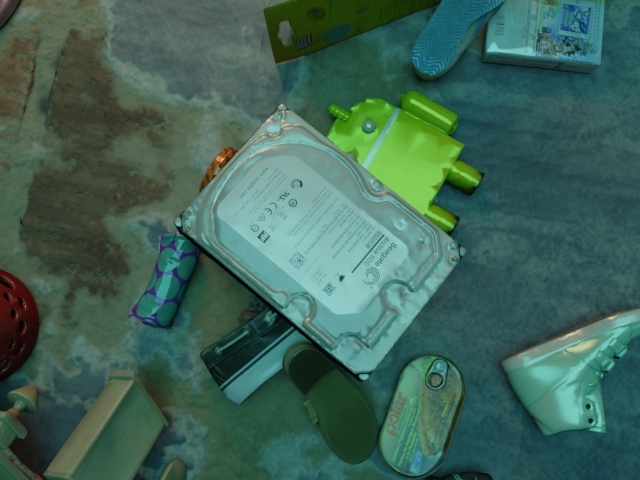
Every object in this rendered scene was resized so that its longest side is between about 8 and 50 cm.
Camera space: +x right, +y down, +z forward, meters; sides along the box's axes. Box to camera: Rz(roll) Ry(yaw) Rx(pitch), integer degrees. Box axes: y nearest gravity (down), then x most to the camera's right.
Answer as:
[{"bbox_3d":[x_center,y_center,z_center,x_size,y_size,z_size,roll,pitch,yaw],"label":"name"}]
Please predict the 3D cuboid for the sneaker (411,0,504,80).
[{"bbox_3d":[0.224,-0.358,1.066,0.087,0.092,0.228,41,96,2],"label":"sneaker"}]

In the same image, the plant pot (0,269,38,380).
[{"bbox_3d":[-0.546,0.128,0.989,0.191,0.174,0.191,0,85,1],"label":"plant pot"}]

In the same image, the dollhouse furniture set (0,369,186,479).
[{"bbox_3d":[-0.422,0.305,1.005,0.355,0.303,0.174,-4,36,27],"label":"dollhouse furniture set"}]

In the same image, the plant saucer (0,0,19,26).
[{"bbox_3d":[-0.669,-0.474,1.116,0.332,0.084,0.332,0,83,1],"label":"plant saucer"}]

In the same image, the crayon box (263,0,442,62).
[{"bbox_3d":[0.056,-0.398,1.033,0.318,0.202,0.081,-22,82,-3],"label":"crayon box"}]

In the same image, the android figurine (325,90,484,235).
[{"bbox_3d":[0.115,-0.121,1.070,0.273,0.056,0.248,32,84,3],"label":"android figurine"}]

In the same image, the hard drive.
[{"bbox_3d":[0.000,0.000,0.932,0.339,0.064,0.237,40,79,4],"label":"hard drive"}]

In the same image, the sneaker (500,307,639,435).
[{"bbox_3d":[0.419,0.199,0.999,0.256,0.094,0.151,-25,77,7],"label":"sneaker"}]

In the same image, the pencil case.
[{"bbox_3d":[-0.241,0.062,1.045,0.070,0.064,0.151,21,83,-12],"label":"pencil case"}]

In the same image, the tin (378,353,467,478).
[{"bbox_3d":[0.155,0.267,1.026,0.106,0.040,0.189,21,83,0],"label":"tin"}]

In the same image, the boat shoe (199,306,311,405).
[{"bbox_3d":[-0.044,0.101,1.007,0.335,0.121,0.119,-42,88,-2],"label":"boat shoe"}]

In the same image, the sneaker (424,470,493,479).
[{"bbox_3d":[0.231,0.468,0.966,0.106,0.101,0.267,-14,86,-9],"label":"sneaker"}]

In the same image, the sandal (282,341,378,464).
[{"bbox_3d":[0.009,0.231,1.007,0.088,0.079,0.240,-35,119,-9],"label":"sandal"}]

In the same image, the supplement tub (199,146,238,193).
[{"bbox_3d":[-0.084,-0.058,1.033,0.190,0.117,0.117,31,84,5],"label":"supplement tub"}]

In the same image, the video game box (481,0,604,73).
[{"bbox_3d":[0.370,-0.389,1.104,0.187,0.048,0.205,7,82,4],"label":"video game box"}]
